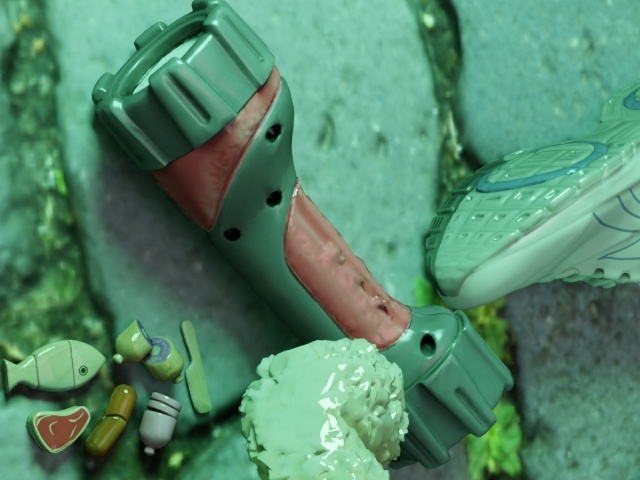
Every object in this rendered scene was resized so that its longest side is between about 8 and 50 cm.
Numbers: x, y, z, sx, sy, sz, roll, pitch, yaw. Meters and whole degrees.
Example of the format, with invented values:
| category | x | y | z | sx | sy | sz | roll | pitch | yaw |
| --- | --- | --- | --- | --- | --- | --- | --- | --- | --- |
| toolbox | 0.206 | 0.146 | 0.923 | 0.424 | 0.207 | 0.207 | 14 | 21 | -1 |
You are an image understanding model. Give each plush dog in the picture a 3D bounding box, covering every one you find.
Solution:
| category | x | y | z | sx | sy | sz | roll | pitch | yaw |
| --- | --- | --- | --- | --- | --- | --- | --- | --- | --- |
| plush dog | -0.004 | 0.219 | 0.917 | 0.262 | 0.210 | 0.225 | -39 | 140 | -13 |

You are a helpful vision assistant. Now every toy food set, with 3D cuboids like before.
| category | x | y | z | sx | sy | sz | roll | pitch | yaw |
| --- | --- | --- | --- | --- | --- | --- | --- | --- | --- |
| toy food set | -0.114 | 0.087 | 0.943 | 0.122 | 0.019 | 0.078 | -17 | 98 | -34 |

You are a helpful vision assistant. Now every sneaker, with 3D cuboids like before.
| category | x | y | z | sx | sy | sz | roll | pitch | yaw |
| --- | --- | --- | --- | --- | --- | --- | --- | --- | --- |
| sneaker | 0.194 | -0.015 | 1.111 | 0.297 | 0.111 | 0.129 | -27 | 109 | -31 |

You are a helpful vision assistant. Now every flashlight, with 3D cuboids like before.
| category | x | y | z | sx | sy | sz | roll | pitch | yaw |
| --- | --- | --- | --- | --- | --- | --- | --- | --- | --- |
| flashlight | 0.000 | 0.000 | 0.977 | 0.304 | 0.103 | 0.103 | 48 | 61 | -22 |
